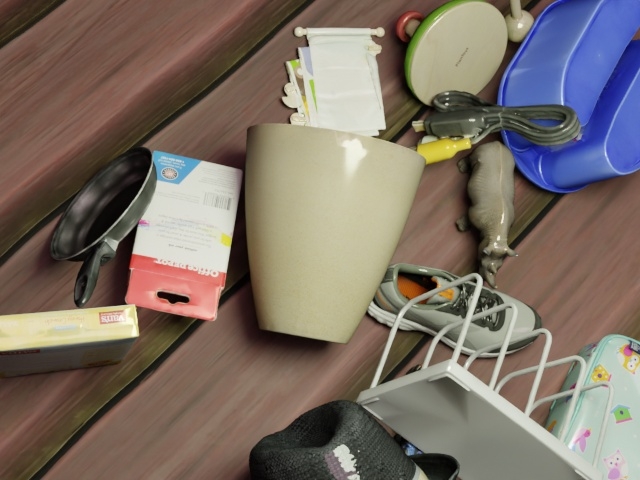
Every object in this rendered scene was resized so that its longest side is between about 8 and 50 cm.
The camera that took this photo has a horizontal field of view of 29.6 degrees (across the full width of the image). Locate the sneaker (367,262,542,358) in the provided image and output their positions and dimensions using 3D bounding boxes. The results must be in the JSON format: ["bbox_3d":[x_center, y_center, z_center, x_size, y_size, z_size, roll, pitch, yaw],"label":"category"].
[{"bbox_3d":[0.198,0.099,1.763,0.271,0.108,0.100,14,66,-10],"label":"sneaker"}]

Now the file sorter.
[{"bbox_3d":[0.233,0.203,1.629,0.277,0.193,0.173,38,54,-18],"label":"file sorter"}]

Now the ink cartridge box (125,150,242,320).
[{"bbox_3d":[-0.195,0.003,1.711,0.134,0.078,0.231,12,68,-9],"label":"ink cartridge box"}]

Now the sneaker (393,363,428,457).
[{"bbox_3d":[0.147,0.286,1.699,0.087,0.083,0.221,20,69,-13],"label":"sneaker"}]

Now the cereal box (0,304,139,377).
[{"bbox_3d":[-0.329,0.130,1.543,0.173,0.240,0.047,-5,77,-16],"label":"cereal box"}]

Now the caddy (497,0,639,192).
[{"bbox_3d":[0.415,-0.237,1.905,0.241,0.179,0.341,43,64,-21],"label":"caddy"}]

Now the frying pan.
[{"bbox_3d":[-0.269,-0.026,1.600,0.197,0.326,0.053,-47,118,-2],"label":"frying pan"}]

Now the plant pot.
[{"bbox_3d":[0.000,0.000,1.691,0.256,0.256,0.274,11,84,-10],"label":"plant pot"}]

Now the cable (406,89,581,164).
[{"bbox_3d":[0.258,-0.171,1.812,0.287,0.072,0.139,1,42,29],"label":"cable"}]

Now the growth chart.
[{"bbox_3d":[0.023,-0.234,1.884,0.171,0.021,0.237,3,70,-13],"label":"growth chart"}]

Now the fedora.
[{"bbox_3d":[0.008,0.293,1.511,0.334,0.334,0.153,-29,94,-22],"label":"fedora"}]

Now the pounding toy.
[{"bbox_3d":[0.209,-0.330,1.905,0.237,0.183,0.110,-40,48,-4],"label":"pounding toy"}]

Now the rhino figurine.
[{"bbox_3d":[0.253,-0.040,1.815,0.073,0.106,0.243,9,63,-16],"label":"rhino figurine"}]

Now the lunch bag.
[{"bbox_3d":[0.447,0.286,1.758,0.224,0.108,0.279,31,66,-2],"label":"lunch bag"}]
